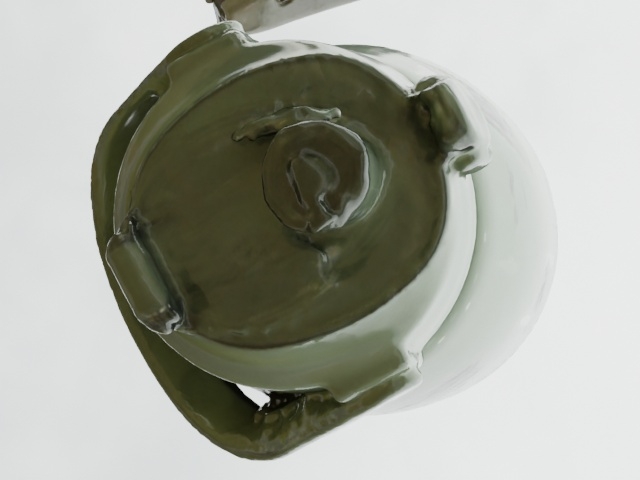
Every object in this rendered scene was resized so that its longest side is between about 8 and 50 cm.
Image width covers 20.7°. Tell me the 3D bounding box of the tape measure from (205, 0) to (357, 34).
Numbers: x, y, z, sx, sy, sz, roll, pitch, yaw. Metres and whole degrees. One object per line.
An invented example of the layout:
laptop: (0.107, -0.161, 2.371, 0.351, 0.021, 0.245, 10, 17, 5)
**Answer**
tape measure: (0.002, -0.345, 1.794, 0.130, 0.258, 0.265, -121, -162, -49)

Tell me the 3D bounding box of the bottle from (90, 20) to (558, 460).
bottle: (0.000, 0.000, 0.903, 0.229, 0.351, 0.229, 0, -90, 13)
